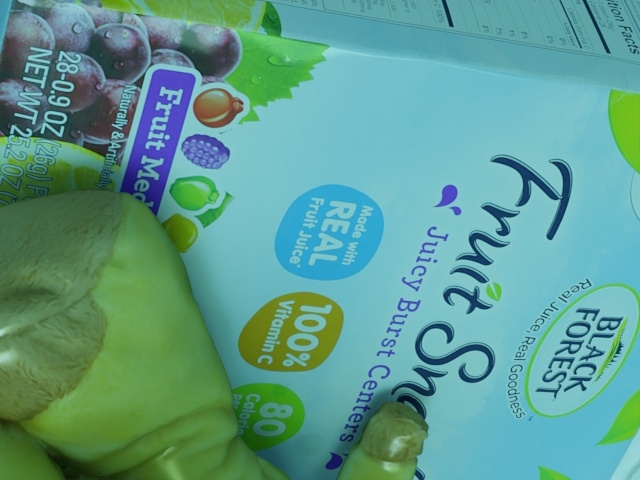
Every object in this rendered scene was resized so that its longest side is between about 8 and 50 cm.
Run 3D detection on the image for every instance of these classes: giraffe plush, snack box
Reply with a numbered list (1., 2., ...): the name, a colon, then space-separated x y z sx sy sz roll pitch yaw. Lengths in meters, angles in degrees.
1. giraffe plush: -0.059 0.118 0.478 0.210 0.170 0.181 30 122 -32
2. snack box: 0.000 0.000 0.545 0.207 0.070 0.174 6 130 -17
